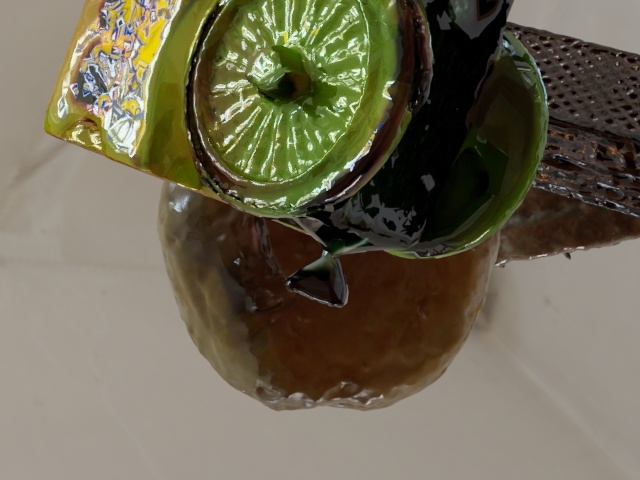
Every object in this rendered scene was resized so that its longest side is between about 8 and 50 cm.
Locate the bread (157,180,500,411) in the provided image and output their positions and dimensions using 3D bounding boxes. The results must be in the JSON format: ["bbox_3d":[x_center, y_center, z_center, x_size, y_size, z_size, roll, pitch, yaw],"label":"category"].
[{"bbox_3d":[0.000,0.000,1.012,0.244,0.134,0.244,0,-90,-11],"label":"bread"}]

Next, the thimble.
[{"bbox_3d":[0.210,-0.052,1.333,0.229,0.196,0.148,-11,-92,-41],"label":"thimble"}]

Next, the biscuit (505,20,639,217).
[{"bbox_3d":[0.242,-0.074,1.074,0.073,0.388,0.107,91,-156,-43],"label":"biscuit"}]

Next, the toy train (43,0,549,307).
[{"bbox_3d":[0.024,-0.132,0.465,0.100,0.160,0.296,21,-88,-47],"label":"toy train"}]
